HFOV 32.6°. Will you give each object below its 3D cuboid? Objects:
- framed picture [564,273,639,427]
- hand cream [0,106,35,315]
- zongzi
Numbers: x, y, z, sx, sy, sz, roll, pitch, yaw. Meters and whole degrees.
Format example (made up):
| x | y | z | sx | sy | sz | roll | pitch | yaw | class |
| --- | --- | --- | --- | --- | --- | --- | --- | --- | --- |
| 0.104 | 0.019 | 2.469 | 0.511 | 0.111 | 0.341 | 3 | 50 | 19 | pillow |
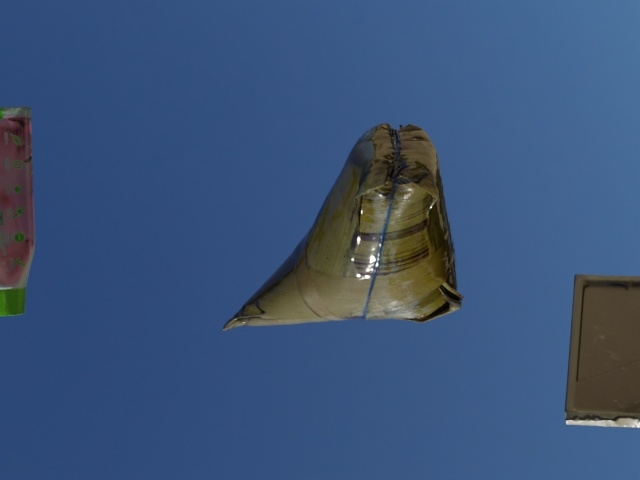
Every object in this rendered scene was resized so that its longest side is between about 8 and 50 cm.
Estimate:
| x | y | z | sx | sy | sz | roll | pitch | yaw | class |
| --- | --- | --- | --- | --- | --- | --- | --- | --- | --- |
| 0.423 | 0.121 | 1.214 | 0.016 | 0.289 | 0.213 | 74 | -157 | -43 | framed picture |
| -0.422 | -0.038 | 1.446 | 0.079 | 0.050 | 0.275 | -9 | -78 | -50 | hand cream |
| 0.000 | 0.000 | 1.198 | 0.260 | 0.289 | 0.123 | 71 | -165 | -49 | zongzi |
